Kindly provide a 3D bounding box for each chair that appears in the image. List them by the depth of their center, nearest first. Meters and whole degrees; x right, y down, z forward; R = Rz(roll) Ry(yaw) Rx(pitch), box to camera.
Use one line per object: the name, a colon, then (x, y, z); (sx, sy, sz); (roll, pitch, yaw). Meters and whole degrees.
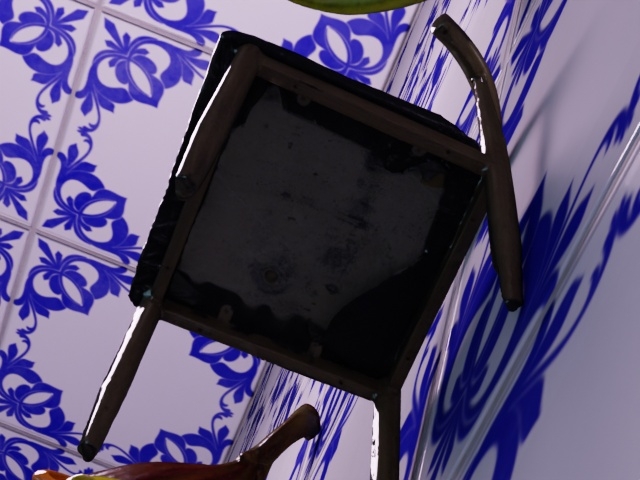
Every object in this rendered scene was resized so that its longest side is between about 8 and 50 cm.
chair: (0.000, 0.000, 0.887); (0.272, 0.166, 0.188); (-73, 5, -61)

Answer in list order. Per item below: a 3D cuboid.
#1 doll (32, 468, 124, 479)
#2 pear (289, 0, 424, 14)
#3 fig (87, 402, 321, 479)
doll: (-0.121, 0.218, 1.136); (0.143, 0.221, 0.135); (-79, 14, -61)
pear: (0.102, -0.354, 1.306); (0.318, 0.238, 0.342); (-52, -17, -49)
fig: (-0.117, 0.237, 1.457); (0.321, 0.217, 0.217); (-48, -7, -27)
